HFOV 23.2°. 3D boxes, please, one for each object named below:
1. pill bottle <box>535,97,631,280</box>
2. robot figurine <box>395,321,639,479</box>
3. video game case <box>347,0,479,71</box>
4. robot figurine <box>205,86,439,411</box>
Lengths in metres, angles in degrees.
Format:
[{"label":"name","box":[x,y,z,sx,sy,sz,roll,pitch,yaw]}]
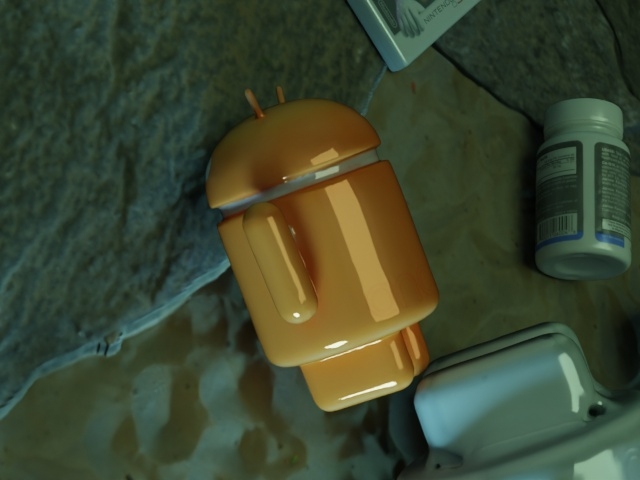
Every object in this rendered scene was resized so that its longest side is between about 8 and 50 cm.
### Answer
[{"label":"pill bottle","box":[0.216,-0.042,1.279,0.078,0.078,0.137,19,65,-36]},{"label":"robot figurine","box":[0.175,0.238,1.070,0.300,0.200,0.353,-27,97,-78]},{"label":"video game case","box":[0.058,-0.255,1.245,0.173,0.022,0.190,-44,106,-40]},{"label":"robot figurine","box":[0.000,0.000,1.046,0.158,0.128,0.219,-22,93,-32]}]
